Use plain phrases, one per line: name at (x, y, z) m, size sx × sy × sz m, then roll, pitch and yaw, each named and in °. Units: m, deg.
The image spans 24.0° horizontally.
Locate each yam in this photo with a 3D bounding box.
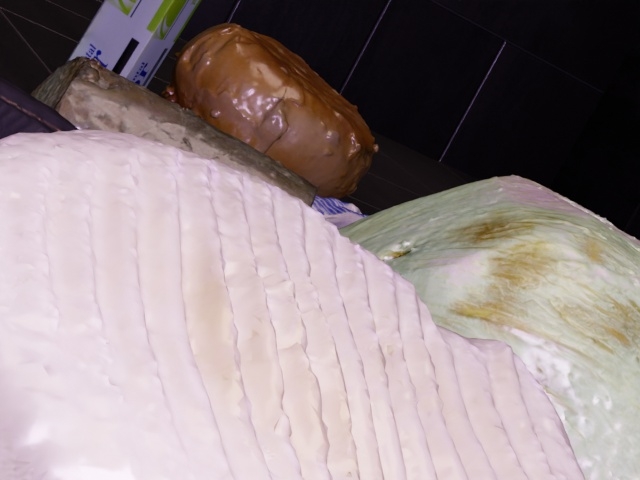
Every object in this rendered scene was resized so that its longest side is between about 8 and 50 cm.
yam at (-0.150, -0.041, 1.312) m, size 0.304 × 0.168 × 0.168 m, roll 30°, pitch 10°, yaw -3°

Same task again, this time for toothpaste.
toothpaste at (-0.186, -0.196, 1.462) m, size 0.067 × 0.336 × 0.081 m, roll 35°, pitch 11°, yaw 9°

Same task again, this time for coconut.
coconut at (0.106, 0.107, 0.942) m, size 0.329 × 0.281 × 0.328 m, roll 12°, pitch 50°, yaw -15°

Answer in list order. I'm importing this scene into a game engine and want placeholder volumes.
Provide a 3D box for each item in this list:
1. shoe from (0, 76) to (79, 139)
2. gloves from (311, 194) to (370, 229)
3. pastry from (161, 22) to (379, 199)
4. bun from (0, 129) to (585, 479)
shoe at (-0.306, -0.070, 0.936) m, size 0.237 × 0.171 × 0.384 m, roll 22°, pitch -10°, yaw 28°
gloves at (-0.003, -0.006, 1.664) m, size 0.229 × 0.119 × 0.097 m, roll 23°, pitch 48°, yaw -38°
pastry at (-0.075, -0.144, 1.931) m, size 0.284 × 0.184 × 0.316 m, roll 41°, pitch 11°, yaw 7°
bun at (-0.055, 0.121, 0.596) m, size 0.365 × 0.219 × 0.365 m, roll 34°, pitch 23°, yaw -16°
